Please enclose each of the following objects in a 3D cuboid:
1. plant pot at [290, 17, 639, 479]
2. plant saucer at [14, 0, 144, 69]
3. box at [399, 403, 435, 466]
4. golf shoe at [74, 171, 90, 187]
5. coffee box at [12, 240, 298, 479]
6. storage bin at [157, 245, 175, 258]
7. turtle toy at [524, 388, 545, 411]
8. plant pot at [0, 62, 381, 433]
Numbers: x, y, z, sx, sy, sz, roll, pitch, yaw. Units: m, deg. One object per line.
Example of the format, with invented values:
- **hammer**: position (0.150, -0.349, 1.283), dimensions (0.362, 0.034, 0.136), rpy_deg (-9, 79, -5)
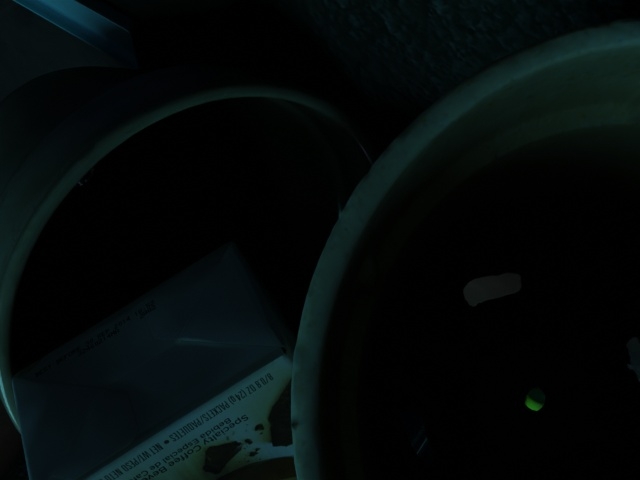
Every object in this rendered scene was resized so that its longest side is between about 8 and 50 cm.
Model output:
- **plant pot**: position (0.153, 0.089, 0.523), dimensions (0.334, 0.333, 0.305), rpy_deg (33, 173, 4)
- **plant saucer**: position (-0.234, -0.211, 0.817), dimensions (0.192, 0.018, 0.067), rpy_deg (30, 161, 9)
- **box**: position (0.209, 0.337, 1.155), dimensions (0.296, 0.182, 0.294), rpy_deg (36, 162, 2)
- **golf shoe**: position (-0.370, -0.071, 1.288), dimensions (0.094, 0.077, 0.198), rpy_deg (36, 160, -4)
- **coffee box**: position (-0.047, 0.167, 0.648), dimensions (0.297, 0.168, 0.119), rpy_deg (58, 180, -42)
- **storage bin**: position (-0.167, -0.020, 1.005), dimensions (0.180, 0.122, 0.084), rpy_deg (17, 154, 41)
- **turtle toy**: position (0.187, 0.152, 0.929), dimensions (0.095, 0.066, 0.130), rpy_deg (44, 159, -28)
- **plant pot**: position (-0.147, -0.015, 0.767), dimensions (0.280, 0.323, 0.323), rpy_deg (37, 168, 45)
